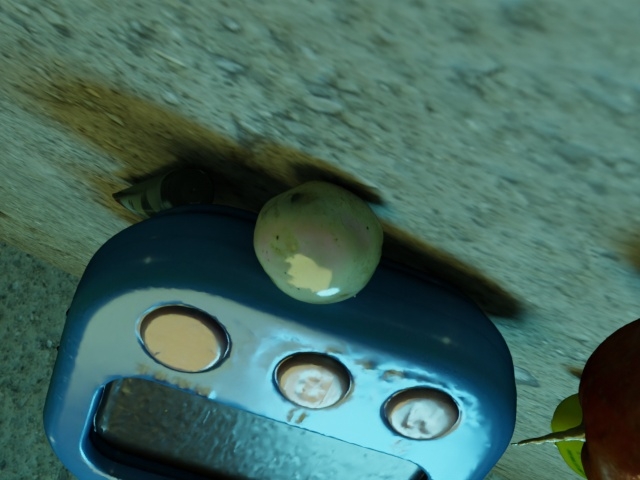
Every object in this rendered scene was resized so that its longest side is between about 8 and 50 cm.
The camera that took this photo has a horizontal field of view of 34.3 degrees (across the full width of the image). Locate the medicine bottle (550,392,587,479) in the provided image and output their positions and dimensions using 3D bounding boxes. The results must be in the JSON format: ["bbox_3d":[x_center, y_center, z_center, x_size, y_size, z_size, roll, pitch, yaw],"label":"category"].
[{"bbox_3d":[0.301,0.172,0.768,0.111,0.076,0.309,30,167,-26],"label":"medicine bottle"}]

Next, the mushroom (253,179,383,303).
[{"bbox_3d":[0.000,0.000,0.660,0.083,0.067,0.084,14,122,23],"label":"mushroom"}]

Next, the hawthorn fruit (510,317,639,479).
[{"bbox_3d":[0.183,0.091,0.516,0.140,0.125,0.125,7,173,-12],"label":"hawthorn fruit"}]

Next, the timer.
[{"bbox_3d":[-0.037,0.122,0.813,0.340,0.115,0.309,18,132,-8],"label":"timer"}]

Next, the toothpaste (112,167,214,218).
[{"bbox_3d":[-0.133,-0.035,0.880,0.062,0.039,0.239,22,172,-17],"label":"toothpaste"}]
